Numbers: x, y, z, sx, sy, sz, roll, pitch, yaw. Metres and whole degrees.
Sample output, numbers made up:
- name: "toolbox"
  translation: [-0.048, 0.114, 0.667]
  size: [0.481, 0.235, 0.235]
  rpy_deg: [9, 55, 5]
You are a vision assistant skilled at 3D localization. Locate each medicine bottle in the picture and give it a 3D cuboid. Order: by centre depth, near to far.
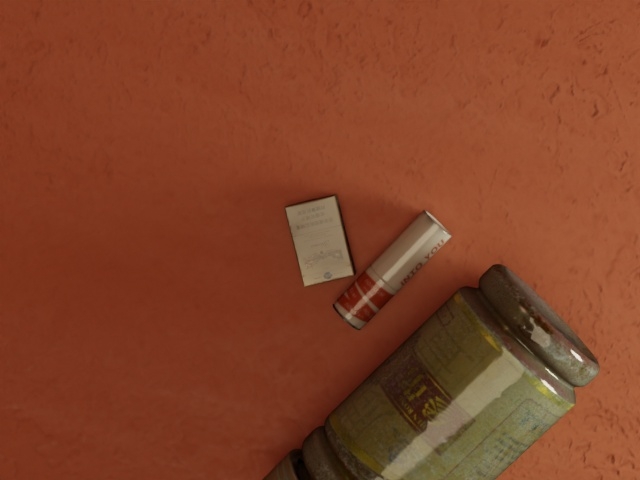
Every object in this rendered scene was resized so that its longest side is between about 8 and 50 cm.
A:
- name: "medicine bottle"
  translation: [0.100, 0.180, 1.223]
  size: [0.151, 0.151, 0.322]
  rpy_deg: [45, 99, 1]

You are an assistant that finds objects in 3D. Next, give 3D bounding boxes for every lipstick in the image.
- name: "lipstick"
  translation: [0.070, 0.029, 1.267]
  size: [0.038, 0.038, 0.131]
  rpy_deg: [44, 100, 1]

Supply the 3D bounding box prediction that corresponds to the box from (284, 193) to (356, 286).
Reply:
- name: "box"
  translation: [0.000, 0.000, 1.281]
  size: [0.053, 0.024, 0.083]
  rpy_deg: [-12, 96, 9]
